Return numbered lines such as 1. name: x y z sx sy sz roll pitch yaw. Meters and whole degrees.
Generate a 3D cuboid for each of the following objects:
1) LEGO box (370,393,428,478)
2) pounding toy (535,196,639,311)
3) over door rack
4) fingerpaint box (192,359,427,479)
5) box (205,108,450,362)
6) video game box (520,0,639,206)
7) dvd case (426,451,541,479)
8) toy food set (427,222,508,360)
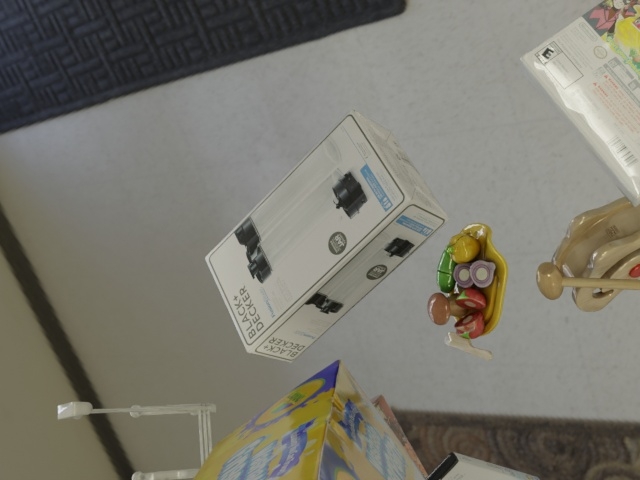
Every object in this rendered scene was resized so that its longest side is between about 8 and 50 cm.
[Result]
1. LEGO box: -0.014 0.585 1.791 0.500 0.193 0.372 -30 90 17
2. pounding toy: 0.437 0.045 1.330 0.154 0.270 0.154 75 172 -52
3. over door rack: -0.291 0.376 1.464 0.108 0.324 0.239 -16 73 33
4. fingerpaint box: 0.050 0.310 0.673 0.163 0.445 0.371 -35 90 3
5. box: 0.000 0.000 1.159 0.290 0.087 0.169 -43 54 22
6. video game box: 0.349 -0.169 0.985 0.187 0.048 0.205 -35 69 6
7. dvd case: 0.230 0.428 1.484 0.180 0.253 0.022 -51 43 15
8. toy food set: 0.214 0.082 1.416 0.128 0.071 0.217 29 119 55
